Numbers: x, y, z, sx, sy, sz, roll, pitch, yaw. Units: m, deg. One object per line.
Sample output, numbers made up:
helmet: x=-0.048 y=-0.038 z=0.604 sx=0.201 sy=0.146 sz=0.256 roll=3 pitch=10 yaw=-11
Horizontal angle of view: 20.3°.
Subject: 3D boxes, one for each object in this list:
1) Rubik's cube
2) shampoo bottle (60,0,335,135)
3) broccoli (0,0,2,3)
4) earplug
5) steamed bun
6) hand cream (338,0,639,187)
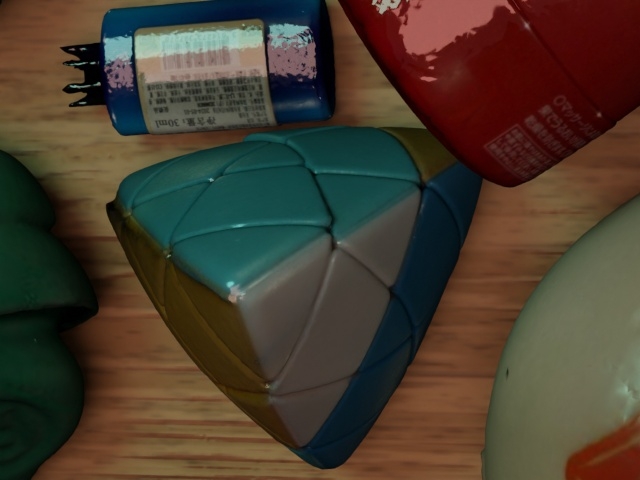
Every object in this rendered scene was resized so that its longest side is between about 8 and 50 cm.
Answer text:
Rubik's cube: x=0.000 y=0.000 z=1.110 sx=0.254 sy=0.254 sz=0.254 roll=2 pitch=99 yaw=11
shampoo bottle: x=-0.083 y=-0.115 z=1.190 sx=0.183 sy=0.050 sz=0.087 roll=-3 pitch=101 yaw=11
broccoli: x=-0.300 y=-0.240 z=1.136 sx=0.241 sy=0.269 sz=0.261 roll=49 pitch=132 yaw=35
earplug: x=-0.260 y=0.065 z=1.225 sx=0.257 sy=0.164 sz=0.280 roll=-10 pitch=85 yaw=49
steamed bun: x=0.279 y=0.137 z=1.066 sx=0.374 sy=0.241 sz=0.375 roll=1 pitch=97 yaw=8
hand cream: x=0.109 y=-0.154 z=1.060 sx=0.149 sy=0.230 sz=0.230 roll=-37 pitch=91 yaw=17
